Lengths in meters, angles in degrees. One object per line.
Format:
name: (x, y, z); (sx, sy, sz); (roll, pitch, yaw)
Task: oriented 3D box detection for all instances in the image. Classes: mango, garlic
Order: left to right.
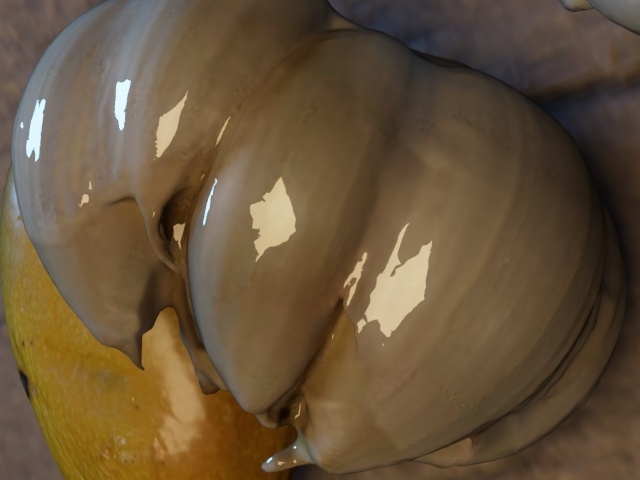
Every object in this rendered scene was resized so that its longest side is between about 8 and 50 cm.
mango: (-0.082, 0.034, 0.946); (0.157, 0.109, 0.262); (-9, 90, 37)
garlic: (0.012, 0.002, 0.819); (0.184, 0.281, 0.203); (0, 63, 60)

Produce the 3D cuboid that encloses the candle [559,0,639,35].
candle: (0.213, -0.187, 0.720); (0.342, 0.221, 0.221); (-43, 79, 26)
